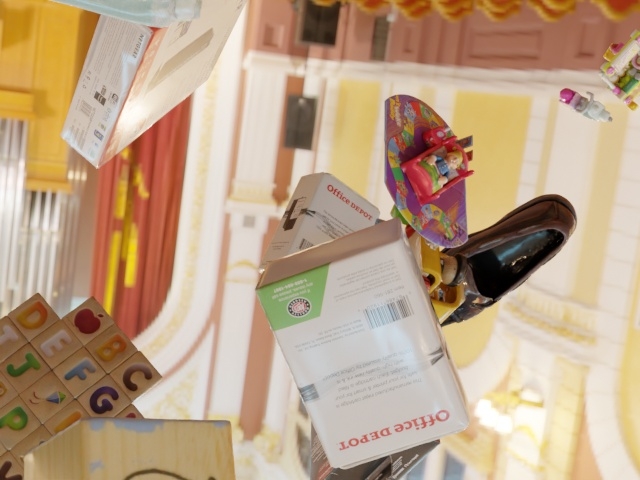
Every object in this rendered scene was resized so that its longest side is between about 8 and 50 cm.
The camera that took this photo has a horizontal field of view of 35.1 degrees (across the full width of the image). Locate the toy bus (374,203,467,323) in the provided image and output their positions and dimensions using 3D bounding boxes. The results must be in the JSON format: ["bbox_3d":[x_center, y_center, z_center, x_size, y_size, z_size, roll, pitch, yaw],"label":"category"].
[{"bbox_3d":[0.133,0.057,1.298,0.104,0.191,0.202,17,-176,-21],"label":"toy bus"}]

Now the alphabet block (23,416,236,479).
[{"bbox_3d":[-0.215,0.318,1.141,0.192,0.197,0.193,7,153,-33],"label":"alphabet block"}]

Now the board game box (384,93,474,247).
[{"bbox_3d":[0.120,-0.078,1.029,0.033,0.169,0.133,-25,140,38],"label":"board game box"}]

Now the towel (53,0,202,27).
[{"bbox_3d":[-0.262,-0.387,0.928,0.374,0.321,0.090,12,-164,-14],"label":"towel"}]

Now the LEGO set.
[{"bbox_3d":[0.447,-0.308,1.451,0.132,0.287,0.107,25,180,41],"label":"LEGO set"}]

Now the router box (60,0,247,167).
[{"bbox_3d":[-0.238,-0.304,1.549,0.082,0.335,0.301,41,-128,2],"label":"router box"}]

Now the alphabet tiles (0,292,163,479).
[{"bbox_3d":[-0.412,0.241,1.444,0.285,0.342,0.011,46,160,17],"label":"alphabet tiles"}]

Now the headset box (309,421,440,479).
[{"bbox_3d":[0.082,0.285,1.655,0.110,0.218,0.293,27,-148,-19],"label":"headset box"}]

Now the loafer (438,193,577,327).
[{"bbox_3d":[0.249,0.041,1.513,0.109,0.302,0.095,47,-156,-10],"label":"loafer"}]

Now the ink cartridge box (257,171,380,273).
[{"bbox_3d":[0.000,0.000,1.861,0.153,0.208,0.087,35,160,-29],"label":"ink cartridge box"}]

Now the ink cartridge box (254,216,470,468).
[{"bbox_3d":[0.049,0.110,1.074,0.160,0.219,0.092,-19,-165,10],"label":"ink cartridge box"}]
